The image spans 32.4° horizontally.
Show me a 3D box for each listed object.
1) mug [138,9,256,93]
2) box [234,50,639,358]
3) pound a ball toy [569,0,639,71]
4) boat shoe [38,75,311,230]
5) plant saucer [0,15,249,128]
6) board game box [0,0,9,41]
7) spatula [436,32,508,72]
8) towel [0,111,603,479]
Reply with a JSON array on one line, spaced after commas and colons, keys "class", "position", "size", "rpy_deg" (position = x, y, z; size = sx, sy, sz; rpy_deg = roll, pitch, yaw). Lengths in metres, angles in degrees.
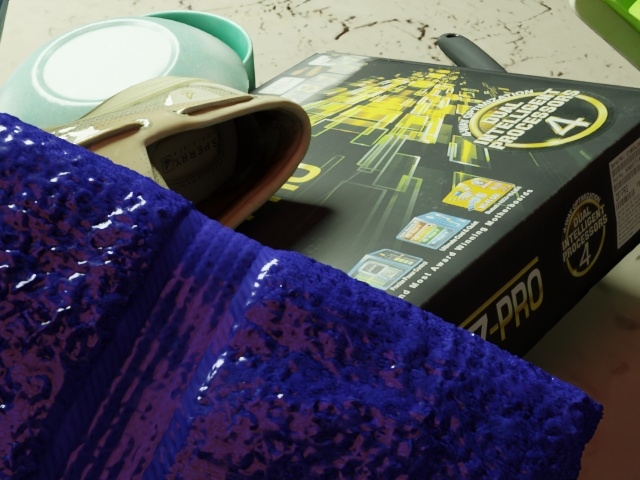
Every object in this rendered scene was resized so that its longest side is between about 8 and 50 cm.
[{"class": "mug", "position": [-0.128, -0.109, 0.891], "size": [0.157, 0.097, 0.129], "rpy_deg": [-23, 45, -24]}, {"class": "box", "position": [0.000, 0.000, 0.712], "size": [0.318, 0.097, 0.395], "rpy_deg": [13, 38, 42]}, {"class": "pound a ball toy", "position": [0.354, -0.100, 0.757], "size": [0.319, 0.136, 0.208], "rpy_deg": [31, 16, -27]}, {"class": "boat shoe", "position": [-0.112, -0.009, 0.571], "size": [0.098, 0.109, 0.302], "rpy_deg": [5, 28, 33]}, {"class": "plant saucer", "position": [-0.151, -0.116, 0.796], "size": [0.195, 0.037, 0.195], "rpy_deg": [-5, 43, 4]}, {"class": "board game box", "position": [-0.259, -0.035, 0.627], "size": [0.065, 0.319, 0.318], "rpy_deg": [19, 37, -10]}, {"class": "spatula", "position": [0.171, -0.116, 0.958], "size": [0.084, 0.030, 0.296], "rpy_deg": [-11, 40, -15]}, {"class": "towel", "position": [-0.057, 0.089, 0.424], "size": [0.308, 0.076, 0.228], "rpy_deg": [25, 64, 1]}]
